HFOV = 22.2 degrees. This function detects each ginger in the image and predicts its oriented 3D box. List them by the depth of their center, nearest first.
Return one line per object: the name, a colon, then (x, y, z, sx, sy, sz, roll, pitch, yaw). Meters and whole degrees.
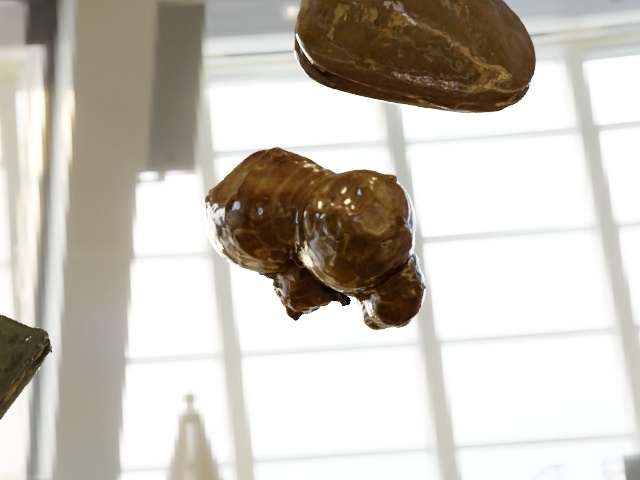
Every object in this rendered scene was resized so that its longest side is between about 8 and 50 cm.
ginger: (-0.009, -0.005, 2.092, 0.357, 0.152, 0.274, 13, -26, 34)

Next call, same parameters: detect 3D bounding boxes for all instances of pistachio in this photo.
pistachio: (0.100, -0.225, 1.685, 0.260, 0.212, 0.163, 19, -30, -3)

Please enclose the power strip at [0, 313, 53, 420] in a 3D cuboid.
power strip: (-0.327, 0.108, 1.191, 0.213, 0.198, 0.064, 14, -30, 36)
